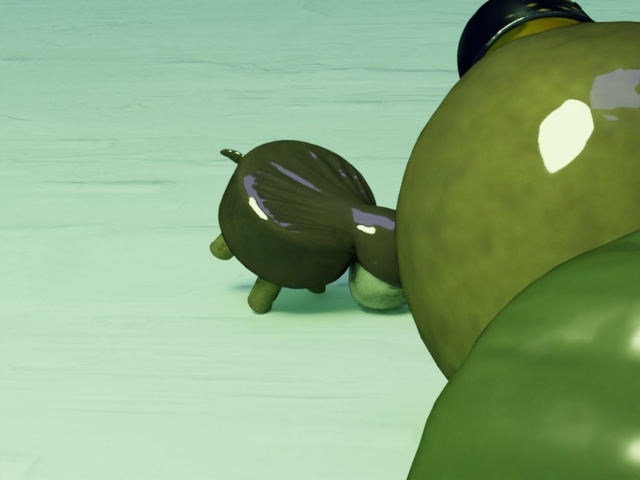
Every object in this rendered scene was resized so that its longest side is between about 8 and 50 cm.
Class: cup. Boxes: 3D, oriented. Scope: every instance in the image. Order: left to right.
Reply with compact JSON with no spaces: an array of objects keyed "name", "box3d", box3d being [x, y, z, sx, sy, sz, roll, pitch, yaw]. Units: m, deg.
[{"name":"cup","box3d":[0.263,-0.149,1.864,0.178,0.255,0.256,-39,11,12]}]

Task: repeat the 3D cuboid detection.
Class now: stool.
[{"name":"stool","box3d":[0.000,0.000,1.441,0.217,0.121,0.125,28,41,5]}]

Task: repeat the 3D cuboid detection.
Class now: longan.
[{"name":"longan","box3d":[0.187,0.003,1.123,0.297,0.297,0.297,-3,18,1]}]

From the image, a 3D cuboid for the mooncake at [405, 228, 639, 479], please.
[{"name":"mooncake","box3d":[0.192,0.153,0.637,0.351,0.351,0.187,-18,12,-37]}]
